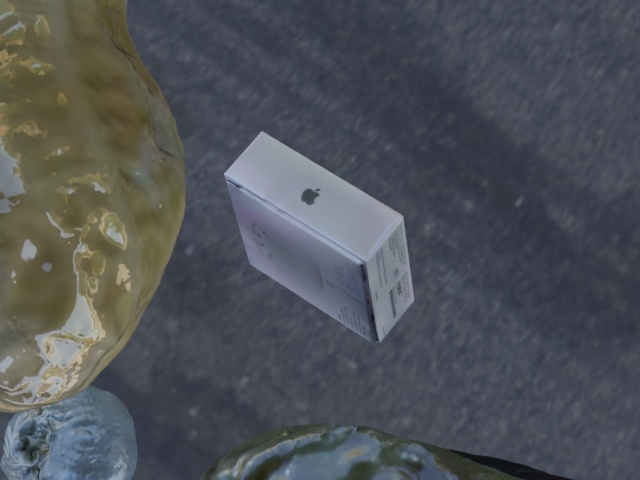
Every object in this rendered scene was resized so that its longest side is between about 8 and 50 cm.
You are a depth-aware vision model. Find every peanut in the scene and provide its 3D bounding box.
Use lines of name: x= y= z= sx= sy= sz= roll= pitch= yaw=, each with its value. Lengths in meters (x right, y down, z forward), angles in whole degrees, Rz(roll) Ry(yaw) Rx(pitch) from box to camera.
peanut: x=-0.074 y=-0.039 z=0.438 sx=0.080 sy=0.080 sz=0.175 roll=-15 pitch=66 yaw=26

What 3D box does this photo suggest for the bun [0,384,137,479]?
bun: x=-0.230 y=0.191 z=1.507 sx=0.140 sy=0.083 sz=0.141 roll=-14 pitch=65 yaw=32

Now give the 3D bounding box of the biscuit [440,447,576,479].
biscuit: x=0.084 y=0.302 z=1.210 sx=0.407 sy=0.407 sz=0.091 roll=11 pitch=122 yaw=15

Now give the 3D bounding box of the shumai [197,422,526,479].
shumai: x=0.041 y=0.212 z=0.785 sx=0.255 sy=0.189 sz=0.218 roll=26 pitch=81 yaw=-10

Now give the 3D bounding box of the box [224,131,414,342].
box: x=0.000 y=0.000 z=1.253 sx=0.129 sy=0.051 sz=0.130 roll=32 pitch=158 yaw=22
